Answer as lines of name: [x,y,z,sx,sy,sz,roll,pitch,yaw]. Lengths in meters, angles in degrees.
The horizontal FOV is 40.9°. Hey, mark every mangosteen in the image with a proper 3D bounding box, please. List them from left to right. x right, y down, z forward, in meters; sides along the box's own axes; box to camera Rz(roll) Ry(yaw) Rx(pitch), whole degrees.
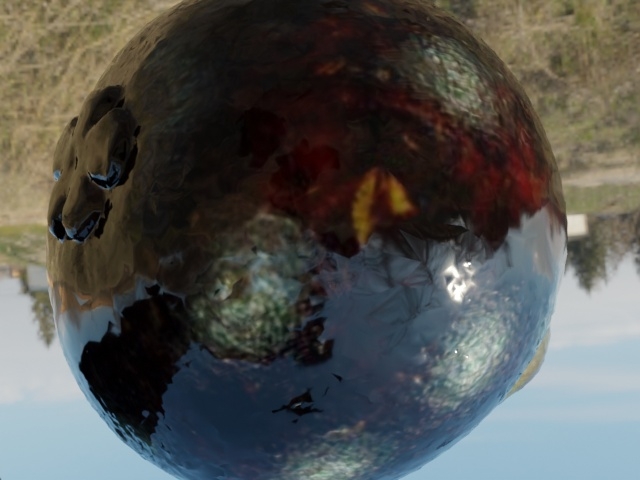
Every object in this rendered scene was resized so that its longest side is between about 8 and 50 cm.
mangosteen: [0.000,0.000,0.458,0.288,0.288,0.288,-6,180,0]

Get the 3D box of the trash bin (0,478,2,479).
trash bin: [-0.255,0.168,0.367,0.164,0.122,0.240,-35,164,-1]
